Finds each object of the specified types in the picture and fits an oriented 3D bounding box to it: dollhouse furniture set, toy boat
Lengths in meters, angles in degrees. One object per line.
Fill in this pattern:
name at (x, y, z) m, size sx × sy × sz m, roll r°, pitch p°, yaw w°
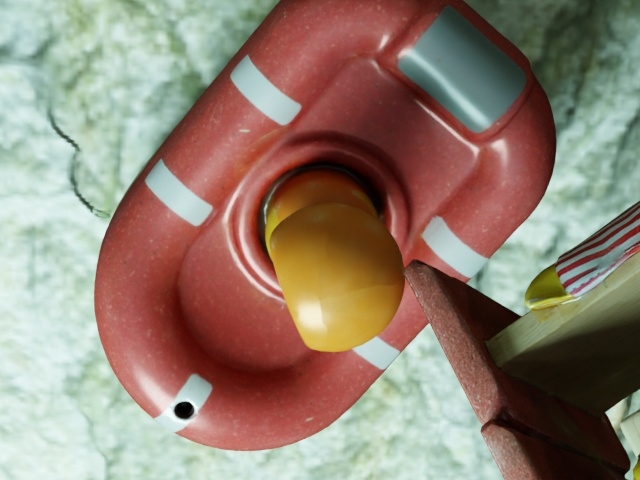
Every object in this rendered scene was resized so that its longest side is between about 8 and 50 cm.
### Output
dollhouse furniture set at (0.229, 0.071, 0.517) m, size 0.201 × 0.152 × 0.374 m, roll -37°, pitch 143°, yaw 19°
toy boat at (0.000, 0.000, 0.518) m, size 0.151 × 0.151 × 0.231 m, roll 37°, pitch 105°, yaw -14°
